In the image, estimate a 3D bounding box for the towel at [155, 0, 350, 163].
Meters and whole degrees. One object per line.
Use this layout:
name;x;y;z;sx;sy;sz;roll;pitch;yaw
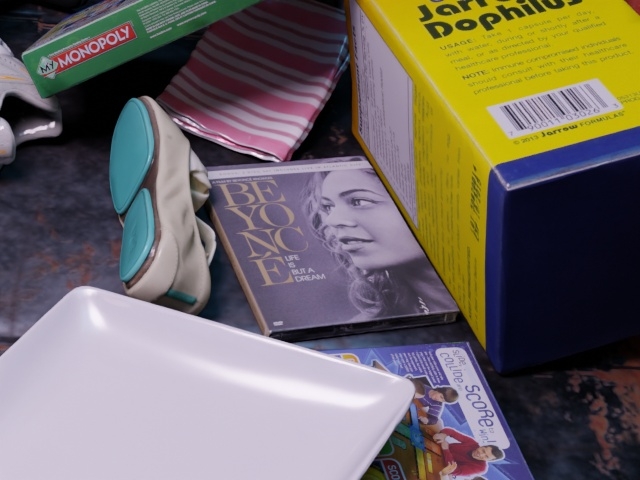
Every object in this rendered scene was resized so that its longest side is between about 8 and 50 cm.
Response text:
towel;-0.054;-0.169;1.239;0.144;0.029;0.197;22;61;14

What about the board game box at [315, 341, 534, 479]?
board game box;0.070;0.153;0.896;0.136;0.035;0.201;-2;38;-16

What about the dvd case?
dvd case;0.000;0.000;1.095;0.164;0.018;0.221;-5;39;-21

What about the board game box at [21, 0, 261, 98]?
board game box;-0.100;-0.230;1.170;0.317;0.046;0.213;-23;17;7

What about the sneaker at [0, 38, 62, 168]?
sneaker;-0.323;-0.093;1.074;0.121;0.099;0.262;33;43;20

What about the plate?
plate;-0.113;0.146;0.821;0.278;0.045;0.277;14;34;21

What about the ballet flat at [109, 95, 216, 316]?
ballet flat;-0.126;-0.028;1.062;0.086;0.086;0.248;3;39;-11

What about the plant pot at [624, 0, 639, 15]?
plant pot;0.405;-0.204;1.253;0.272;0.265;0.272;9;35;-7

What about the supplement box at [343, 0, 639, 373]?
supplement box;0.167;-0.096;1.086;0.195;0.194;0.356;-15;42;-11

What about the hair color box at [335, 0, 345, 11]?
hair color box;0.118;-0.290;1.433;0.185;0.113;0.374;4;38;-11

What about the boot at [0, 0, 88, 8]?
boot;-0.313;-0.261;1.337;0.121;0.045;0.099;27;36;31
